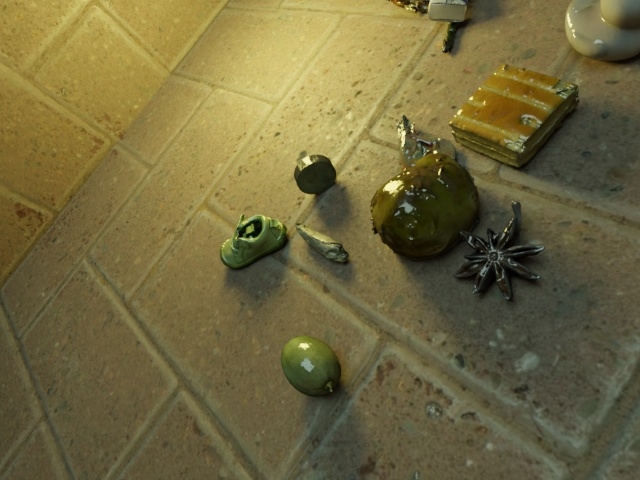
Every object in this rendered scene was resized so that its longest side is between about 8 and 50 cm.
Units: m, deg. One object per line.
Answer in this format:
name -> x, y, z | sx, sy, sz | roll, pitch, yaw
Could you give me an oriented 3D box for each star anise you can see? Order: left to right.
star anise -> 0.425, 0.031, 1.102 | 0.231, 0.089, 0.209 | -46, 60, 10

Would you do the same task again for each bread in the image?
bread -> 0.516, -0.338, 1.248 | 0.239, 0.111, 0.246 | -48, 48, 1

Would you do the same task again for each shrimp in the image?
shrimp -> 0.341, -0.860, 1.703 | 0.117, 0.066, 0.262 | -26, 42, -34
shrimp -> 0.306, -0.275, 1.390 | 0.165, 0.062, 0.316 | -21, 57, 17

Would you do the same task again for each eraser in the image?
eraser -> 0.445, -0.838, 1.594 | 0.125, 0.067, 0.210 | 9, 58, 14

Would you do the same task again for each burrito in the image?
burrito -> 0.000, 0.002, 1.425 | 0.058, 0.063, 0.229 | -30, 42, -21

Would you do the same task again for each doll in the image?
doll -> 0.748, -0.581, 1.175 | 0.221, 0.221, 0.251 | -50, 48, -1

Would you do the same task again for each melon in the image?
melon -> -0.023, 0.323, 1.192 | 0.139, 0.139, 0.192 | -52, 43, -3

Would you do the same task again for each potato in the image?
potato -> 0.268, -0.101, 1.198 | 0.247, 0.196, 0.299 | 33, 89, 31

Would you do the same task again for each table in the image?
table -> -0.018, -0.214, 1.518 | 0.134, 0.133, 0.043 | -34, 48, 13

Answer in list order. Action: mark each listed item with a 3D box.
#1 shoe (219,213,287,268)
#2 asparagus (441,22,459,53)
shoe -> -0.236, -0.010, 1.565 | 0.263, 0.128, 0.139 | -18, 41, 21
asparagus -> 0.438, -0.691, 1.570 | 0.036, 0.030, 0.165 | 16, 70, 10
